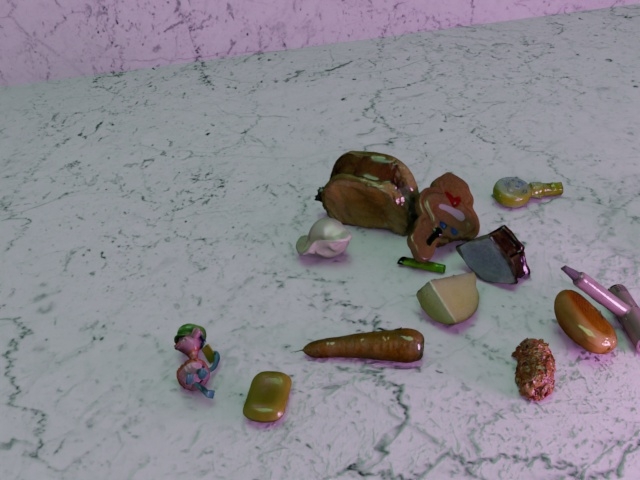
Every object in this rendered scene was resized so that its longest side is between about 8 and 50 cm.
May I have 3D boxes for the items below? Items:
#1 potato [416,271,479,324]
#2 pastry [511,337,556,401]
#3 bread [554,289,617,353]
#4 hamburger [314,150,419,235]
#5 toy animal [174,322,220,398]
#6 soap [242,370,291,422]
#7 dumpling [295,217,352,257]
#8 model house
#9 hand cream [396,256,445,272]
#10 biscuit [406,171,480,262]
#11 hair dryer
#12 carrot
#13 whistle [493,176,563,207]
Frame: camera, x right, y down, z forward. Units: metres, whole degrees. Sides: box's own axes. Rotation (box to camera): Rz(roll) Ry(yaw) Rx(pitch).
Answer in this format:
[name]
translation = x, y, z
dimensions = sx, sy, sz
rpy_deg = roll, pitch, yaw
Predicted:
[potato]
translation = 0.311, 0.149, 1.982
dimensions = 0.149, 0.081, 0.120
rpy_deg = -9, 61, -35
[pastry]
translation = 0.447, 0.258, 1.778
dimensions = 0.087, 0.063, 0.169
rpy_deg = -4, 34, 8
[bread]
translation = 0.569, 0.183, 1.850
dimensions = 0.114, 0.078, 0.189
rpy_deg = 6, 30, -22
[hamburger]
translation = 0.135, -0.140, 2.297
dimensions = 0.308, 0.211, 0.132
rpy_deg = 14, 43, 25
[toy animal]
translation = -0.265, 0.265, 1.863
dimensions = 0.103, 0.100, 0.208
rpy_deg = 9, 20, -18
[soap]
translation = -0.110, 0.327, 1.777
dimensions = 0.088, 0.045, 0.140
rpy_deg = -1, 35, 12
[dumpling]
translation = 0.001, -0.001, 2.204
dimensions = 0.134, 0.100, 0.169
rpy_deg = -24, 37, -20
[model house]
translation = 0.450, 0.034, 2.102
dimensions = 0.152, 0.106, 0.165
rpy_deg = -23, 71, -43
[hand cream]
translation = 0.254, 0.060, 2.141
dimensions = 0.121, 0.023, 0.036
rpy_deg = 12, 36, 26
[biscuit]
translation = 0.317, -0.055, 2.198
dimensions = 0.183, 0.047, 0.319
rpy_deg = 46, 50, 5
[hair dryer]
translation = 0.621, 0.129, 1.847
dimensions = 0.220, 0.054, 0.195
rpy_deg = 32, 24, -23
[carrot]
translation = 0.080, 0.233, 1.874
dimensions = 0.298, 0.078, 0.078
rpy_deg = -3, 33, 11
[whistle]
translation = 0.575, -0.134, 2.365
dimensions = 0.198, 0.057, 0.104
rpy_deg = -4, 41, -9
